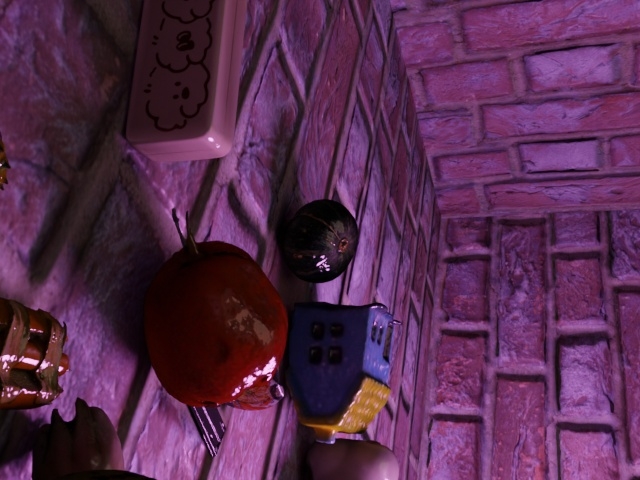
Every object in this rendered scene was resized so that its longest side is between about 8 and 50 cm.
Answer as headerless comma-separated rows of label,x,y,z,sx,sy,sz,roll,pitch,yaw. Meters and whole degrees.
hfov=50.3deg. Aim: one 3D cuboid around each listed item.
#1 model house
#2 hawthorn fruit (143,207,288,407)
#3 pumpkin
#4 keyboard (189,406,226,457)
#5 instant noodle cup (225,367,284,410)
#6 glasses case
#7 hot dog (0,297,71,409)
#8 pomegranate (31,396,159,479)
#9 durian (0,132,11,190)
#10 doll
model house,0.041,0.297,1.519,0.237,0.215,0.304,46,51,-63
hawthorn fruit,-0.161,0.091,0.972,0.211,0.211,0.299,-53,127,-61
pumpkin,-0.001,0.001,1.500,0.190,0.146,0.191,-19,123,-32
keyboard,-0.195,0.270,1.122,0.064,0.010,0.198,-68,150,-52
instant noodle cup,-0.122,0.208,1.193,0.136,0.127,0.127,-85,161,-44
glasses case,-0.190,-0.284,0.998,0.076,0.143,0.337,39,50,-65
hot dog,-0.333,0.103,0.654,0.269,0.072,0.110,45,44,-65
pomegranate,-0.243,0.319,0.675,0.341,0.284,0.285,-116,-177,-47
durian,-0.341,-0.083,0.591,0.119,0.108,0.187,-71,152,-47
doll,0.054,0.596,1.500,0.371,0.214,0.226,-75,171,-45
